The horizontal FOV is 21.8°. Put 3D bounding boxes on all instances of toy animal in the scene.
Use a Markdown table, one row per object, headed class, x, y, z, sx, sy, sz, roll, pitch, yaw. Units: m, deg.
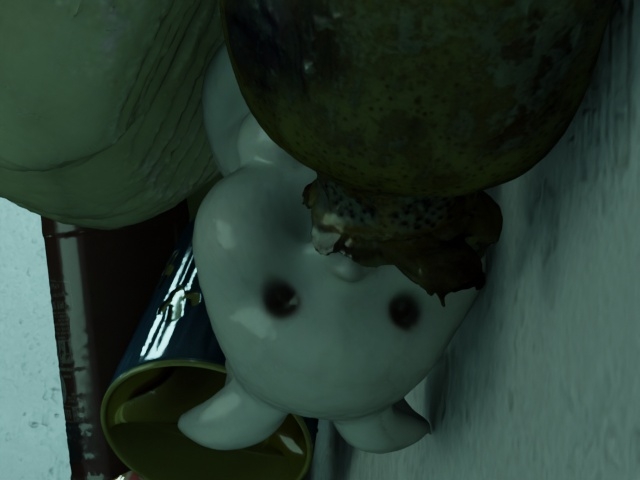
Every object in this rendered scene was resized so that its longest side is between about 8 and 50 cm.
| class | x | y | z | sx | sy | sz | roll | pitch | yaw |
| --- | --- | --- | --- | --- | --- | --- | --- | --- | --- |
| toy animal | 0.002 | -0.002 | 0.767 | 0.178 | 0.127 | 0.193 | 108 | 162 | -64 |

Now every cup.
| class | x | y | z | sx | sy | sz | roll | pitch | yaw |
| --- | --- | --- | --- | --- | --- | --- | --- | --- | --- |
| cup | -0.040 | 0.057 | 1.030 | 0.176 | 0.131 | 0.155 | -29 | 31 | 33 |

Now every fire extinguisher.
| class | x | y | z | sx | sy | sz | roll | pitch | yaw |
| --- | --- | --- | --- | --- | --- | --- | --- | --- | --- |
| fire extinguisher | -0.125 | 0.110 | 1.158 | 0.138 | 0.102 | 0.344 | -26 | -71 | -86 |

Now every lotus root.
| class | x | y | z | sx | sy | sz | roll | pitch | yaw |
| --- | --- | --- | --- | --- | --- | --- | --- | --- | --- |
| lotus root | 0.032 | -0.091 | 0.591 | 0.154 | 0.154 | 0.278 | -98 | 11 | -54 |

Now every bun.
| class | x | y | z | sx | sy | sz | roll | pitch | yaw |
| --- | --- | --- | --- | --- | --- | --- | --- | --- | --- |
| bun | -0.102 | -0.184 | 0.871 | 0.365 | 0.219 | 0.365 | -56 | -13 | -21 |

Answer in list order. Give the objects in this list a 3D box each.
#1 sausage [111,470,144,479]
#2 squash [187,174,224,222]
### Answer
| class | x | y | z | sx | sy | sz | roll | pitch | yaw |
| --- | --- | --- | --- | --- | --- | --- | --- | --- | --- |
| sausage | -0.055 | 0.237 | 0.955 | 0.312 | 0.093 | 0.093 | -143 | 57 | -59 |
| squash | -0.077 | 0.005 | 1.285 | 0.187 | 0.123 | 0.123 | 154 | 120 | -81 |
